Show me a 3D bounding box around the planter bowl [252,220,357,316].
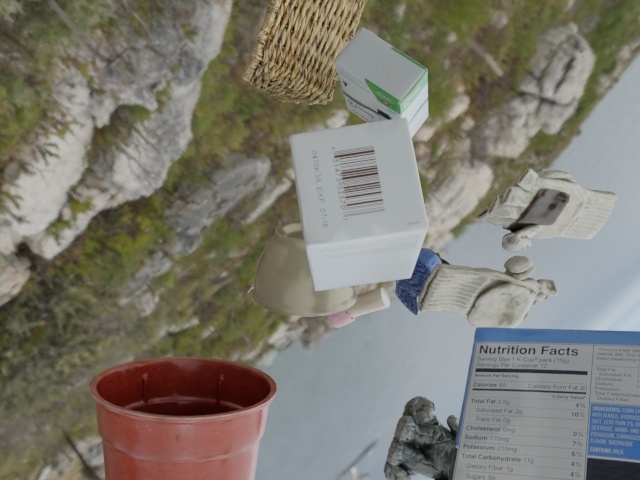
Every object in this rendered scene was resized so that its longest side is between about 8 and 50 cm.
[{"bbox_3d":[-0.023,0.033,1.180,0.162,0.162,0.109,-20,118,-48],"label":"planter bowl"}]

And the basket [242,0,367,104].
[{"bbox_3d":[-0.071,-0.457,1.594,0.223,0.213,0.299,21,88,-43],"label":"basket"}]

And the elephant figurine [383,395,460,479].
[{"bbox_3d":[0.244,0.393,1.376,0.186,0.239,0.169,-55,159,-55],"label":"elephant figurine"}]

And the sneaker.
[{"bbox_3d":[0.179,0.050,1.284,0.090,0.081,0.232,-42,166,-13],"label":"sneaker"}]

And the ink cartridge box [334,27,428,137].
[{"bbox_3d":[0.120,-0.283,1.458,0.087,0.153,0.208,-52,164,-7],"label":"ink cartridge box"}]

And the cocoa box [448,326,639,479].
[{"bbox_3d":[0.277,0.268,0.749,0.347,0.231,0.228,61,37,-43],"label":"cocoa box"}]

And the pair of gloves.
[{"bbox_3d":[0.255,0.021,0.986,0.204,0.042,0.240,15,119,-34],"label":"pair of gloves"}]

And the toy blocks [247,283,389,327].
[{"bbox_3d":[0.000,0.000,1.628,0.260,0.309,0.288,-18,-167,25],"label":"toy blocks"}]

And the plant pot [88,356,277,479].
[{"bbox_3d":[-0.208,0.340,1.155,0.272,0.272,0.265,-9,105,-58],"label":"plant pot"}]

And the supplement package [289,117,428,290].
[{"bbox_3d":[0.033,-0.026,0.723,0.105,0.105,0.179,-9,164,0],"label":"supplement package"}]
